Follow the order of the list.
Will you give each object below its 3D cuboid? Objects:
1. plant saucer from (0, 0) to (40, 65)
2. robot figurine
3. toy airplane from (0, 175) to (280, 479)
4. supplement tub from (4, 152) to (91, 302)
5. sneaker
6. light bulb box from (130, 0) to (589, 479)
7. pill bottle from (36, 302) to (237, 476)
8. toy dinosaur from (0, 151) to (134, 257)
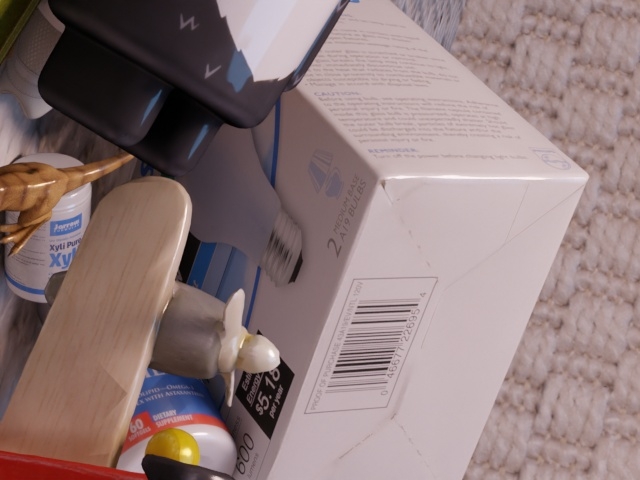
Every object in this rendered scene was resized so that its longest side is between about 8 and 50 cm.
[{"bbox_3d":[-0.216,-0.149,1.135,0.188,0.045,0.188,-60,-178,-11],"label":"plant saucer"},{"bbox_3d":[-0.069,-0.184,1.200,0.278,0.174,0.209,-58,-178,-1],"label":"robot figurine"},{"bbox_3d":[-0.173,0.201,1.206,0.386,0.384,0.272,-36,150,14],"label":"toy airplane"},{"bbox_3d":[-0.223,-0.009,1.463,0.071,0.071,0.107,-62,164,-51],"label":"supplement tub"},{"bbox_3d":[-0.194,-0.166,1.400,0.121,0.099,0.262,-51,-177,15],"label":"sneaker"},{"bbox_3d":[0.000,0.000,1.614,0.225,0.361,0.358,0,122,-34],"label":"light bulb box"},{"bbox_3d":[-0.167,0.125,1.547,0.124,0.124,0.221,93,-28,-49],"label":"pill bottle"},{"bbox_3d":[-0.206,-0.038,1.323,0.211,0.064,0.112,-15,168,-41],"label":"toy dinosaur"}]
